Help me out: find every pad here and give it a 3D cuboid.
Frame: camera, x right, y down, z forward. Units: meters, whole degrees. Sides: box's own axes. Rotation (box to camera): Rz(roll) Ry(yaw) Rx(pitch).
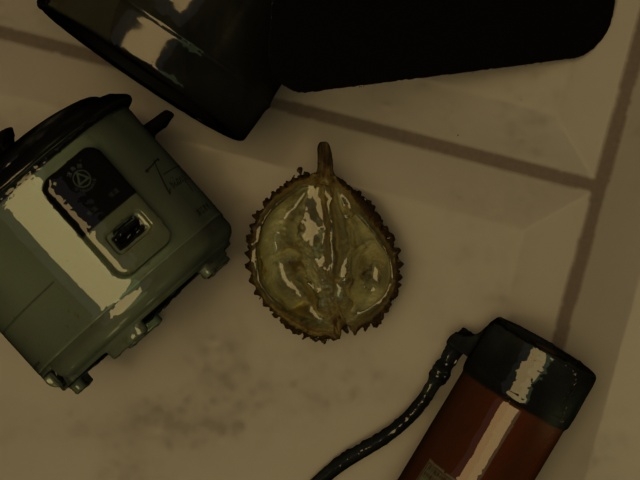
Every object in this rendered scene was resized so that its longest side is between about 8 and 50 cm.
[{"bbox_3d":[0.105,-0.240,1.779,0.375,0.063,0.315,-8,116,-30],"label":"pad"}]

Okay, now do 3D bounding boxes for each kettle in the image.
[{"bbox_3d":[-0.108,-0.306,1.806,0.321,0.228,0.324,34,87,5],"label":"kettle"}]

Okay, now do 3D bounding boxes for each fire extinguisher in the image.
[{"bbox_3d":[0.097,0.245,1.873,0.200,0.113,0.376,33,95,47],"label":"fire extinguisher"}]

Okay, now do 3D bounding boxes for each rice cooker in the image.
[{"bbox_3d":[-0.223,-0.008,1.817,0.280,0.241,0.227,-41,90,-18],"label":"rice cooker"}]

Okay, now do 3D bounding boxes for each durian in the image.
[{"bbox_3d":[0.000,0.000,1.866,0.148,0.091,0.188,-1,100,-6],"label":"durian"}]
